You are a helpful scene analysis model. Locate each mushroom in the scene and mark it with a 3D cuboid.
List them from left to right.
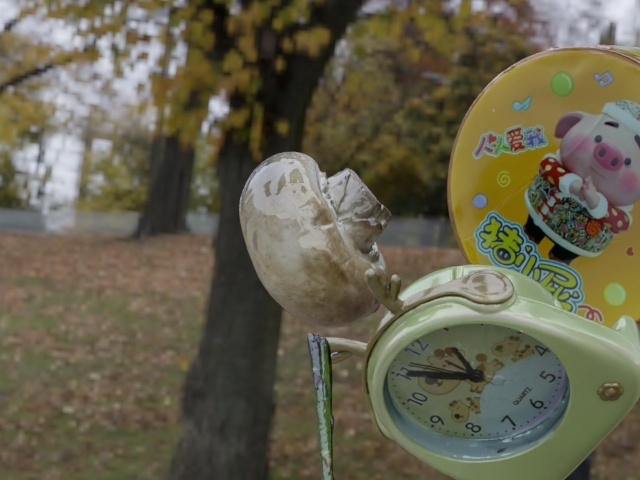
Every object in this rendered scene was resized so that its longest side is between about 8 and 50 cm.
[{"bbox_3d":[0.000,0.000,1.841,0.255,0.184,0.255,46,2,-2],"label":"mushroom"}]

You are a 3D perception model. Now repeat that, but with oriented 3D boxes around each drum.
[{"bbox_3d":[0.406,-0.077,2.077,0.431,0.431,0.214,4,8,33],"label":"drum"}]

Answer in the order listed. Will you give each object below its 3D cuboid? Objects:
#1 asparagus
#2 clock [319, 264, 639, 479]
[{"bbox_3d":[0.005,0.193,1.278,0.022,0.232,0.023,-4,-24,1],"label":"asparagus"},{"bbox_3d":[0.152,0.123,1.446,0.308,0.235,0.096,26,36,-14],"label":"clock"}]
